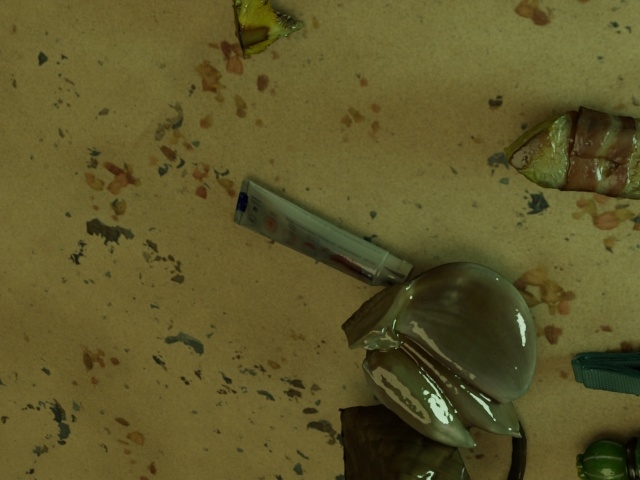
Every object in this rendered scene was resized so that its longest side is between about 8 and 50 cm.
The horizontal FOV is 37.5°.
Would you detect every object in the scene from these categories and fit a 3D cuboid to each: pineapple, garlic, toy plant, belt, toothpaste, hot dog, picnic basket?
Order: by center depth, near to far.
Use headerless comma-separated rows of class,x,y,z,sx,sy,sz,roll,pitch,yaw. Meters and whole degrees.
hot dog,0.390,-0.125,1.338,0.261,0.093,0.123,11,115,-2
pineapple,-0.083,-0.324,1.424,0.114,0.077,0.114,-2,123,8
garlic,0.210,0.170,1.508,0.325,0.132,0.279,34,95,-13
belt,0.496,0.203,1.511,0.179,0.100,0.065,2,122,39
toy plant,0.514,0.379,1.587,0.162,0.093,0.093,-9,115,26
toothpaste,0.000,0.000,1.589,0.323,0.066,0.100,26,130,11
picnic basket,0.221,0.414,1.645,0.337,0.337,0.293,5,114,19
